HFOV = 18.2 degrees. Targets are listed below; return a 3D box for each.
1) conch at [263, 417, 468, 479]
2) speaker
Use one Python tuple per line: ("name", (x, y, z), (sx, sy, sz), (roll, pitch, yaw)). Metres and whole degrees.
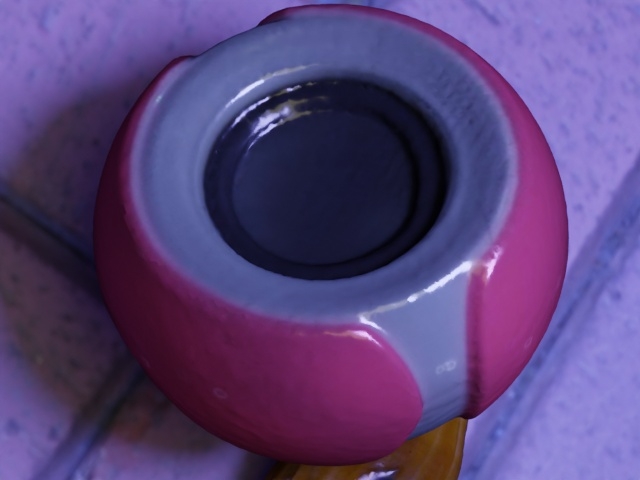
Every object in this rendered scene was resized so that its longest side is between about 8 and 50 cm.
("conch", (0.053, 0.139, 1.333), (0.109, 0.093, 0.330), (44, 71, -3))
("speaker", (0.000, 0.000, 1.238), (0.294, 0.294, 0.294), (2, 83, -19))
